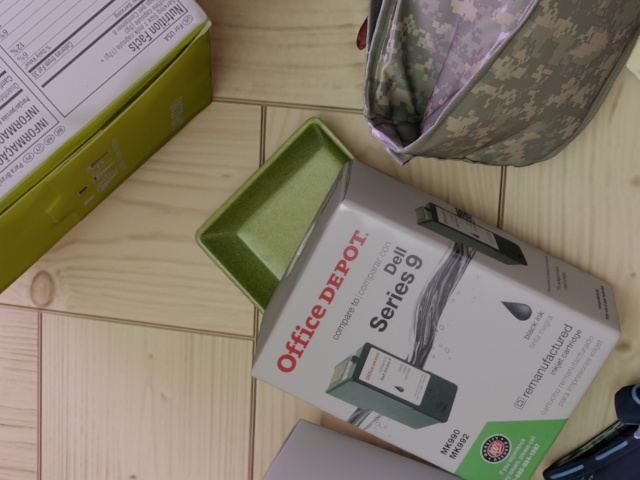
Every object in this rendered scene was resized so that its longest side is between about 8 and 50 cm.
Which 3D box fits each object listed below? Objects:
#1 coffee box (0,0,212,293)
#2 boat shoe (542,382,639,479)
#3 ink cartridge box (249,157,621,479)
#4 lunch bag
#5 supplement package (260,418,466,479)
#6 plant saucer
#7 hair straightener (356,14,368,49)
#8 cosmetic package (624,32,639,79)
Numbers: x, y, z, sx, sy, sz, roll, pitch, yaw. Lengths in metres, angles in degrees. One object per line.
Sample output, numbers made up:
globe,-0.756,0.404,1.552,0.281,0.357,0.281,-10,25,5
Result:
coffee box,-0.326,-0.169,1.437,0.338,0.337,0.334,-42,87,-7
boat shoe,0.311,0.176,1.497,0.089,0.109,0.258,44,108,7
ink cartridge box,0.105,0.085,1.492,0.289,0.121,0.211,25,113,-5
lunch bag,0.166,-0.195,1.375,0.169,0.235,0.287,39,110,29
supplement package,0.070,0.333,1.547,0.293,0.175,0.177,19,125,12
plant saucer,0.000,0.000,1.584,0.188,0.045,0.188,47,110,3
hair straightener,0.125,-0.266,1.498,0.089,0.047,0.230,27,104,-12
cosmetic package,0.327,-0.197,1.442,0.060,0.041,0.115,44,110,4
